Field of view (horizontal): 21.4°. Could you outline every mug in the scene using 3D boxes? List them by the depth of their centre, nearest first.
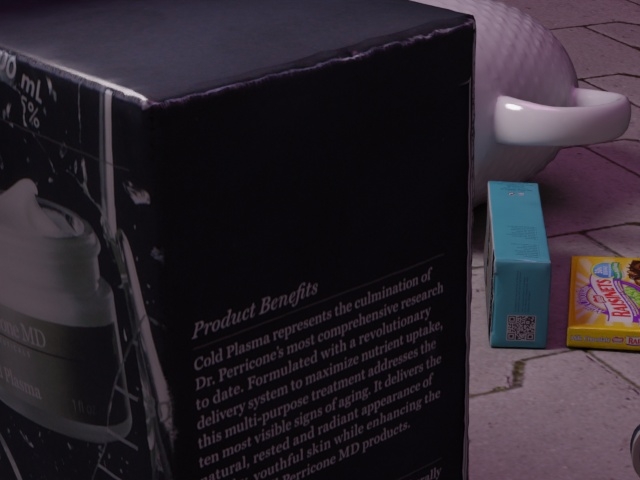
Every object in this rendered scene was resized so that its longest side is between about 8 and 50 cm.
[{"bbox_3d":[0.198,-0.165,2.066,0.374,0.276,0.328,12,15,40],"label":"mug"}]

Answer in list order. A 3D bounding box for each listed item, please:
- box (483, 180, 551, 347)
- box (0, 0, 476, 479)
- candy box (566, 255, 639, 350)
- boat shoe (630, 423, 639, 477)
[{"bbox_3d":[0.212,0.021,1.836,0.060,0.100,0.244,2,22,3],"label":"box"},{"bbox_3d":[-0.145,0.036,1.293,0.297,0.472,0.480,-18,27,-39],"label":"box"},{"bbox_3d":[0.320,0.066,1.825,0.105,0.027,0.206,0,21,9],"label":"candy box"},{"bbox_3d":[0.384,0.174,1.458,0.254,0.095,0.079,-1,23,-8],"label":"boat shoe"}]
